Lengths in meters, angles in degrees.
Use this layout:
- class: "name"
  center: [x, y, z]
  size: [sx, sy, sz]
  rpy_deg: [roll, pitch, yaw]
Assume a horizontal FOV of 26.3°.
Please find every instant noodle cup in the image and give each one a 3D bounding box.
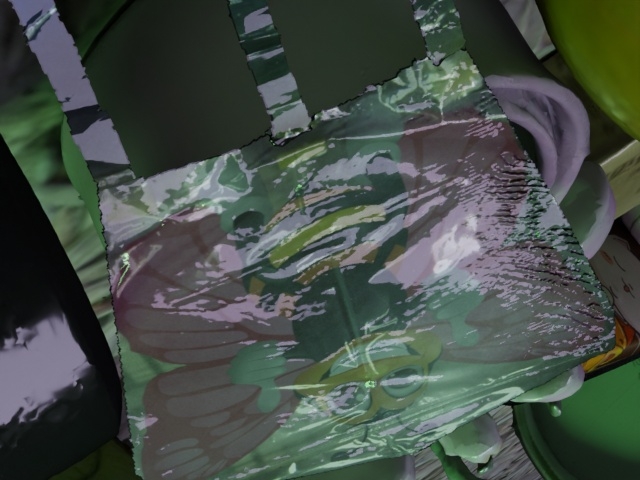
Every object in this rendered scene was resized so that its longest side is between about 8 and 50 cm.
- class: "instant noodle cup"
  center: [0.345, 0.145, 1.324]
  size: [0.340, 0.340, 0.266]
  rpy_deg: [-42, 148, 21]

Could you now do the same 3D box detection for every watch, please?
- class: "watch"
  center: [0.000, 0.000, 0.584]
  size: [0.244, 0.196, 0.231]
  rpy_deg: [-37, 153, 12]

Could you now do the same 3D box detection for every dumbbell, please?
- class: "dumbbell"
  center: [-0.188, 0.047, 0.428]
  size: [0.218, 0.152, 0.152]
  rpy_deg: [-29, 160, -16]

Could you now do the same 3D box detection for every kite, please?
- class: "kite"
  center: [-0.003, -0.027, 0.455]
  size: [0.204, 0.022, 0.360]
  rpy_deg: [-19, 137, -3]

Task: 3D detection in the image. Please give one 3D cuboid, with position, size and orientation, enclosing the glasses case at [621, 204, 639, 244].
- class: "glasses case"
  center: [0.328, -0.090, 1.045]
  size: [0.113, 0.075, 0.297]
  rpy_deg: [-22, 156, -30]

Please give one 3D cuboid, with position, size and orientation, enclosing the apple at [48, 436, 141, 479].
- class: "apple"
  center: [-0.158, 0.217, 0.851]
  size: [0.188, 0.174, 0.207]
  rpy_deg: [-48, -151, -15]

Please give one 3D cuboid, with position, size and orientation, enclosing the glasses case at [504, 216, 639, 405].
- class: "glasses case"
  center: [0.197, 0.048, 1.092]
  size: [0.321, 0.122, 0.082]
  rpy_deg: [-11, 150, -48]

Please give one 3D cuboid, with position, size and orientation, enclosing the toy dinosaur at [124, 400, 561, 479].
- class: "toy dinosaur"
  center: [0.045, 0.151, 1.044]
  size: [0.393, 0.205, 0.092]
  rpy_deg: [-7, 132, -16]

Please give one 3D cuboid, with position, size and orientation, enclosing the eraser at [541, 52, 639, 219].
- class: "eraser"
  center: [0.153, -0.053, 0.853]
  size: [0.343, 0.078, 0.144]
  rpy_deg: [-32, 160, -2]

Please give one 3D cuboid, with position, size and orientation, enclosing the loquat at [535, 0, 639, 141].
- class: "loquat"
  center: [0.184, -0.131, 0.493]
  size: [0.244, 0.244, 0.244]
  rpy_deg: [-30, 160, -12]
